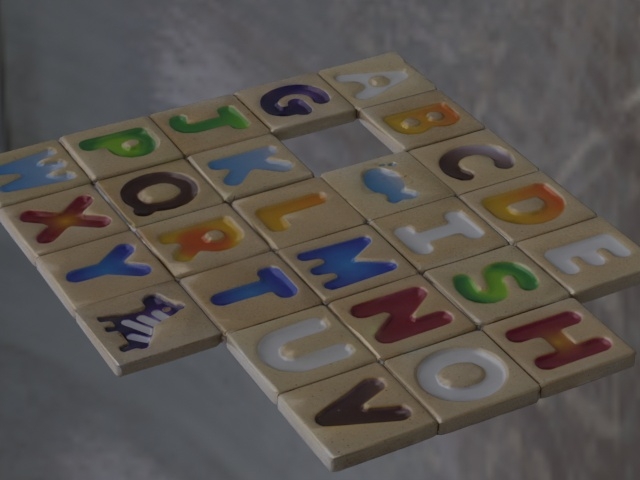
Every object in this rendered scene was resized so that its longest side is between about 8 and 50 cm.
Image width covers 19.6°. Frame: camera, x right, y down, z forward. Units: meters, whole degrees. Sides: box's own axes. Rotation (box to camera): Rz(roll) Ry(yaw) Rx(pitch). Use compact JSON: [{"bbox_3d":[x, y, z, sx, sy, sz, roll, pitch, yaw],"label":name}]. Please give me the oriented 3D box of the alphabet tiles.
[{"bbox_3d":[0.000,0.000,0.689,0.237,0.198,0.009,45,144,49],"label":"alphabet tiles"}]
